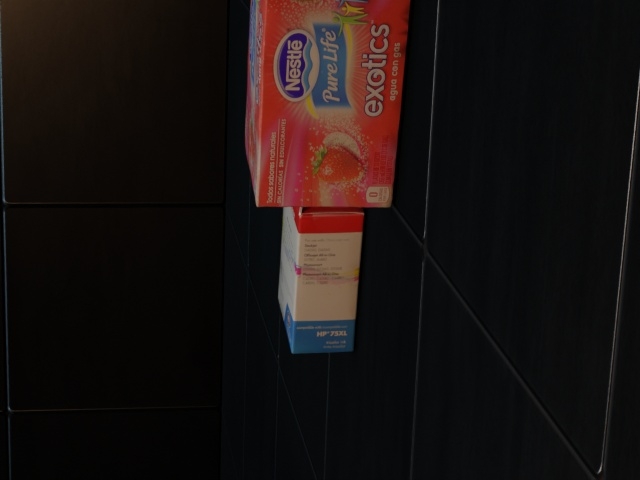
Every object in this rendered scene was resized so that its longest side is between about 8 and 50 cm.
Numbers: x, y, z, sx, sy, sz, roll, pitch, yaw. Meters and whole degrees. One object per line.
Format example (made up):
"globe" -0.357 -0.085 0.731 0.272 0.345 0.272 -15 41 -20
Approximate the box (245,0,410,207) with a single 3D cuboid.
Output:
"box" 0.004 -0.197 1.492 0.154 0.142 0.300 -105 17 -62

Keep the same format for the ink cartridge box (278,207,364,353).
"ink cartridge box" 0.000 0.000 1.735 0.134 0.078 0.231 -107 19 -60
